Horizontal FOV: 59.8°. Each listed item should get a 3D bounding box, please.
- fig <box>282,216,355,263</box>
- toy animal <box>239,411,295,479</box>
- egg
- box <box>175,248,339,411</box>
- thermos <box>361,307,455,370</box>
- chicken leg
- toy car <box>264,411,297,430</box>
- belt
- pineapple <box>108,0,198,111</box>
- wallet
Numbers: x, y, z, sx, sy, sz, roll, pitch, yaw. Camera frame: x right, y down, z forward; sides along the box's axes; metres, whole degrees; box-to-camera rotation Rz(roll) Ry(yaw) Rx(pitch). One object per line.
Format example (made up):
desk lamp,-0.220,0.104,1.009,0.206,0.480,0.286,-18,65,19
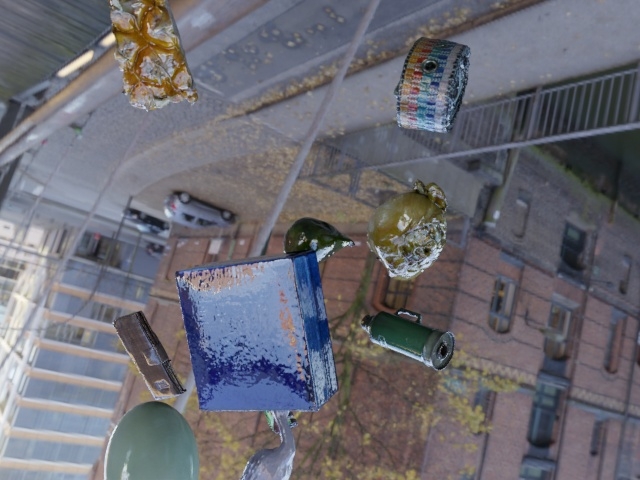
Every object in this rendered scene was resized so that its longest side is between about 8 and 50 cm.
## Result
fig,0.000,0.000,1.230,0.177,0.117,0.117,-10,-172,-41
toy animal,-0.096,0.472,1.154,0.195,0.325,0.090,-9,159,36
egg,-0.372,0.501,1.235,0.202,0.283,0.203,-13,155,-6
box,-0.122,0.172,1.057,0.261,0.279,0.116,-8,-177,26
thermos,0.159,0.178,1.066,0.187,0.083,0.073,14,-178,43
chicken leg,0.170,-0.015,1.247,0.152,0.202,0.429,-7,179,-4
toy car,-0.099,0.409,1.322,0.062,0.071,0.165,-22,155,-9
belt,0.275,-0.399,1.398,0.160,0.295,0.207,11,137,18
pineapple,-0.270,-0.332,0.885,0.114,0.237,0.186,-9,-157,-10
wallet,-0.418,0.282,1.359,0.124,0.230,0.042,-20,-173,40
